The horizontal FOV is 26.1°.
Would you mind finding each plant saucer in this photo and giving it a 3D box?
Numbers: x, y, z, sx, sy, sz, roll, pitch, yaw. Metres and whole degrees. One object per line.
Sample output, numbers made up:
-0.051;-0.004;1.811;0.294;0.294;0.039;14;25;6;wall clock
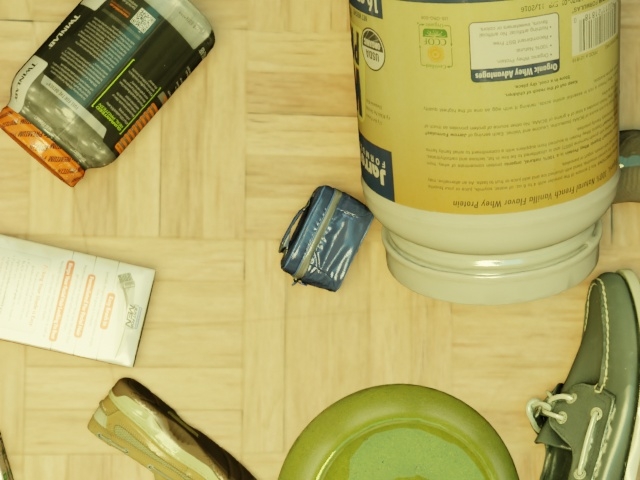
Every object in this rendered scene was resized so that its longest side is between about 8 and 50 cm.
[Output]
0.077;0.255;1.288;0.240;0.037;0.241;0;86;-7;plant saucer

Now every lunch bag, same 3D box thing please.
0.000;0.000;1.278;0.065;0.067;0.098;27;85;-5;lunch bag

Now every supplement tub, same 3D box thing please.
-0.194;-0.148;1.235;0.117;0.117;0.190;41;82;-4;supplement tub
0.142;-0.127;1.180;0.228;0.228;0.316;-9;115;-8;supplement tub

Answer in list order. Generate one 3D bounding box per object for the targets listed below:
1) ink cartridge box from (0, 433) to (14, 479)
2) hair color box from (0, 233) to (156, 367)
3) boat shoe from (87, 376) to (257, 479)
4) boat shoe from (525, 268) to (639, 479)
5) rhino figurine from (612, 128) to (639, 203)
-0.285;0.228;1.226;0.029;0.063;0.115;-17;89;-6;ink cartridge box
-0.240;0.053;1.249;0.167;0.053;0.093;13;84;-5;hair color box
-0.128;0.209;1.255;0.190;0.068;0.072;40;95;6;boat shoe
0.239;0.178;1.274;0.099;0.116;0.320;7;82;-1;boat shoe
0.333;-0.076;1.326;0.243;0.073;0.106;10;81;-8;rhino figurine
